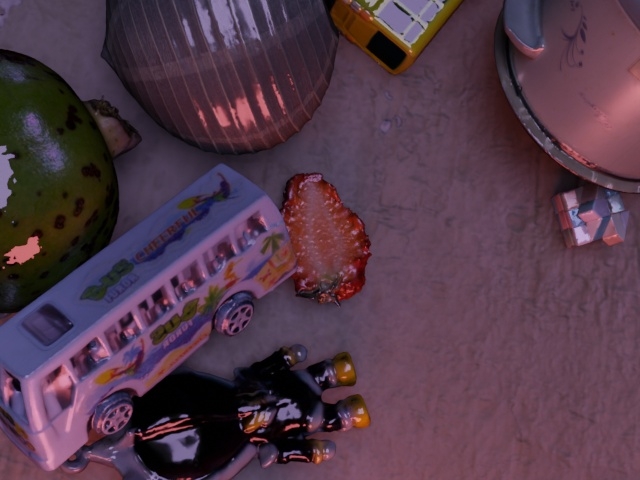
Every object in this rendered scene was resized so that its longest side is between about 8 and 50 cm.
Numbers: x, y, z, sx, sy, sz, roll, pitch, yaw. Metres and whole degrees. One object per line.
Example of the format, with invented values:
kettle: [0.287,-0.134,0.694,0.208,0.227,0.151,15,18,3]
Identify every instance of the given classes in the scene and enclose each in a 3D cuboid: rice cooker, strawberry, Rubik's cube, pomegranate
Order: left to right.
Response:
pomegranate: [-0.300,-0.065,1.211,0.271,0.254,0.254,-34,89,-21]
strawberry: [0.001,0.001,1.332,0.104,0.048,0.152,-8,69,-1]
Rubik's cube: [0.296,-0.031,1.354,0.073,0.084,0.075,-17,103,-4]
rice cooker: [0.329,-0.200,1.272,0.317,0.316,0.264,6,60,-6]

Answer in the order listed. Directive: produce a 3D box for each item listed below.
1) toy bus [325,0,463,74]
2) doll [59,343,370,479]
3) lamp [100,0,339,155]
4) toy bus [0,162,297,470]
toy bus: [0.122,-0.315,1.336,0.150,0.128,0.262,40,83,-3]
doll: [-0.108,0.181,1.272,0.316,0.103,0.145,-13,91,-13]
lamp: [-0.105,-0.214,1.248,0.233,0.233,0.265,-19,105,-8]
toy bus: [-0.174,0.068,1.214,0.330,0.136,0.109,-40,55,-24]
